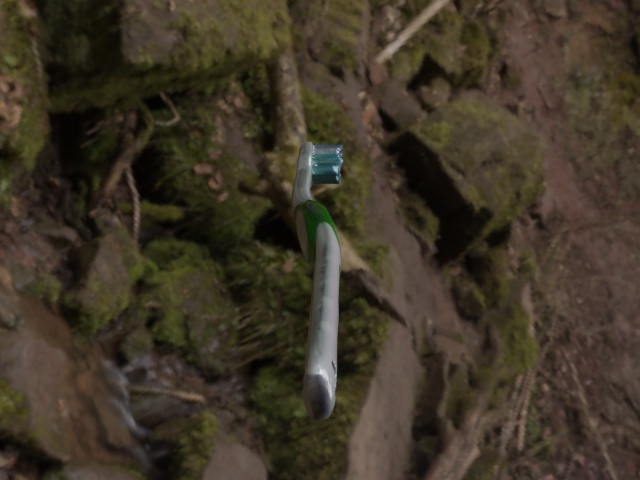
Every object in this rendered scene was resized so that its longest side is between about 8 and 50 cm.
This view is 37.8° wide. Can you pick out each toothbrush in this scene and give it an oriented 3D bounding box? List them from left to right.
[{"bbox_3d":[-0.005,0.000,0.637,0.418,0.040,0.042,-86,176,-68],"label":"toothbrush"}]
